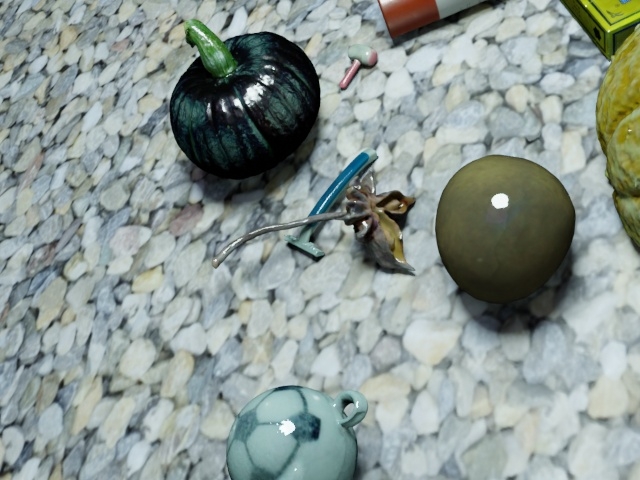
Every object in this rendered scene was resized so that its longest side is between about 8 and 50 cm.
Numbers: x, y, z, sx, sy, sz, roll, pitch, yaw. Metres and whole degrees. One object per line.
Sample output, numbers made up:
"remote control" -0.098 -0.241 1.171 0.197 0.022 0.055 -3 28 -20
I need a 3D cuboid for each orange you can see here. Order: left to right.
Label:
"orange" 0.459 -0.143 0.765 0.270 0.210 0.369 -10 56 20

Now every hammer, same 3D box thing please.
"hammer" 0.056 -0.288 1.125 0.052 0.031 0.083 26 80 36

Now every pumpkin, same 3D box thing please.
"pumpkin" -0.132 -0.229 1.035 0.247 0.248 0.248 -10 58 17

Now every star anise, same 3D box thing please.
"star anise" 0.000 0.000 0.950 0.227 0.218 0.148 -16 91 39

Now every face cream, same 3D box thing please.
"face cream" 0.199 -0.412 1.095 0.214 0.096 0.096 -20 56 11

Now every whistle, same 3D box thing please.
"whistle" -0.058 0.265 0.782 0.289 0.163 0.163 -40 53 14

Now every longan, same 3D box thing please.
"longan" 0.219 -0.018 0.816 0.189 0.189 0.189 -10 58 17

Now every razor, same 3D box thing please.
"razor" 0.023 -0.066 1.003 0.068 0.037 0.191 28 75 34

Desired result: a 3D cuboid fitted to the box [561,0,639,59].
"box" 0.436 -0.382 0.999 0.140 0.064 0.220 -25 53 7
